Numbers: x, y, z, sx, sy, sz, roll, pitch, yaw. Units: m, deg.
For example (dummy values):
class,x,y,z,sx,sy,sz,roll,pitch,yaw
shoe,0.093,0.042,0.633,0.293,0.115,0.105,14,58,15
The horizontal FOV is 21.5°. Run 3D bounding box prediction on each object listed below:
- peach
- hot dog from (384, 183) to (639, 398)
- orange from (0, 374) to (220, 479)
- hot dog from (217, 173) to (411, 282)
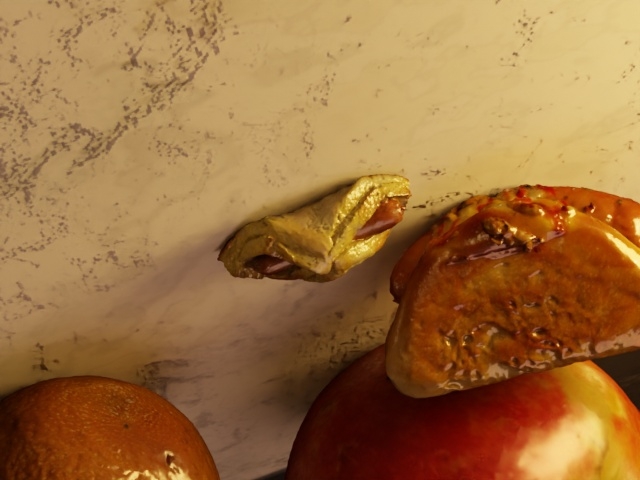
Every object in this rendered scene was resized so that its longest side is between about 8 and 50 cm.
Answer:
class,x,y,z,sx,sy,sz,roll,pitch,yaw
peach,0.134,0.257,1.596,0.388,0.388,0.388,-17,153,-9
hot dog,0.170,0.032,1.428,0.257,0.153,0.150,-14,-177,9
orange,-0.209,0.243,1.460,0.264,0.264,0.264,-17,153,-9
hot dog,0.001,0.001,1.354,0.169,0.061,0.078,-24,152,4
